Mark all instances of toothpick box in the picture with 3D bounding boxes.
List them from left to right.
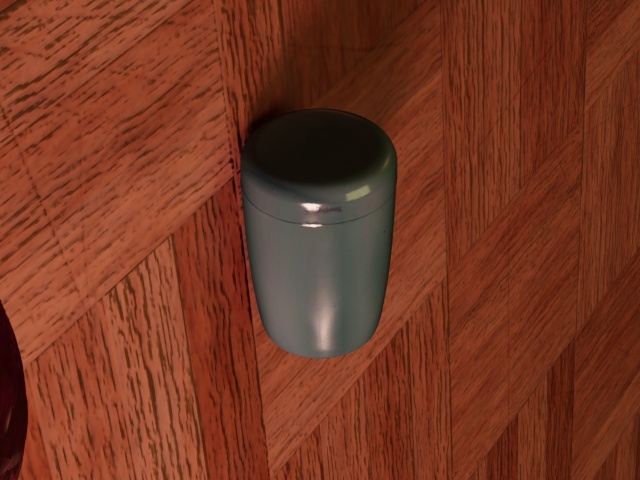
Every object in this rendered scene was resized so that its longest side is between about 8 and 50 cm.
[{"bbox_3d":[0.000,0.000,1.303,0.120,0.120,0.184,-45,145,-42],"label":"toothpick box"}]

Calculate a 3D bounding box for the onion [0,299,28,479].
[{"bbox_3d":[-0.251,0.081,0.769,0.256,0.230,0.272,46,58,-61],"label":"onion"}]
